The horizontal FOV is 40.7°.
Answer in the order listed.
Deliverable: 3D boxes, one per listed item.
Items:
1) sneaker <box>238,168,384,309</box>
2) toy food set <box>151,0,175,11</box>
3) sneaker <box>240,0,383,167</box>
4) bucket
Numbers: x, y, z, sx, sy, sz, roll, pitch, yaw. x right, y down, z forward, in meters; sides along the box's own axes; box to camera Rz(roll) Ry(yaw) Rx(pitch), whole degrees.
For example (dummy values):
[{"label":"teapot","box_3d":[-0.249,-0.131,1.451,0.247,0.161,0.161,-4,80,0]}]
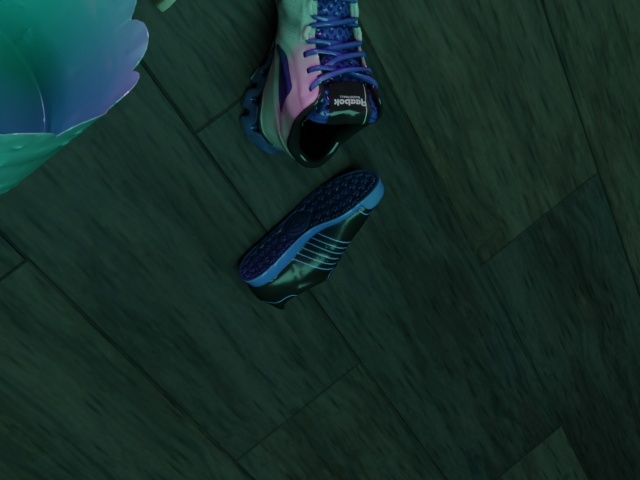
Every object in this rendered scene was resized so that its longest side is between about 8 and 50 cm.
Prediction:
[{"label":"sneaker","box_3d":[0.000,0.000,1.173,0.232,0.081,0.090,-37,132,3]},{"label":"toy food set","box_3d":[-0.187,-0.391,0.779,0.220,0.092,0.306,-44,119,11]},{"label":"sneaker","box_3d":[0.012,-0.217,0.981,0.127,0.182,0.315,-3,118,-30]},{"label":"bucket","box_3d":[-0.313,-0.174,0.749,0.281,0.281,0.183,21,145,-36]}]
